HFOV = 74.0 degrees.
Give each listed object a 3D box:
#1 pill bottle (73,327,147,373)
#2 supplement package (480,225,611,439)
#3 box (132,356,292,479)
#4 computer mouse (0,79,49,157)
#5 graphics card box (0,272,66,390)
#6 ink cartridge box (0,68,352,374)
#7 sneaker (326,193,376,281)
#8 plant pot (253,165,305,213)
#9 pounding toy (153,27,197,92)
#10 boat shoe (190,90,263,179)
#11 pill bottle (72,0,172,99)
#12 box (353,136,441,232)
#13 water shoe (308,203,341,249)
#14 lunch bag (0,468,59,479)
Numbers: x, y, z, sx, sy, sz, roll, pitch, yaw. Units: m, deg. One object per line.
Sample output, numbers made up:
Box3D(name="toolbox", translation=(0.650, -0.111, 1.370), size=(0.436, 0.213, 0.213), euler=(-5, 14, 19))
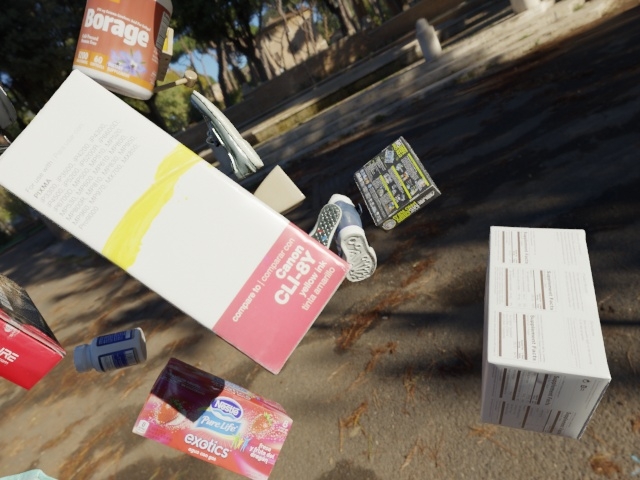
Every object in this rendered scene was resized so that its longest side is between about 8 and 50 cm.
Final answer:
Box3D(name="pill bottle", translation=(-0.642, 0.343, 1.305), size=(0.187, 0.112, 0.112), euler=(-10, 14, -15))
Box3D(name="supplement package", translation=(0.342, 0.141, 0.685), size=(0.145, 0.204, 0.261), euler=(3, 47, 21))
Box3D(name="box", translation=(-0.199, 0.331, 0.801), size=(0.122, 0.257, 0.128), euler=(-65, 11, -14))
Box3D(name="computer mouse", translation=(-0.660, -0.288, 0.884), size=(0.184, 0.262, 0.060), euler=(-10, 28, -14))
Box3D(name="graphics card box", translation=(-0.655, 0.119, 0.810), size=(0.371, 0.232, 0.094), euler=(21, 63, 43))
Box3D(name="ink cartridge box", translation=(-0.175, -0.015, 0.596), size=(0.160, 0.385, 0.279), euler=(-55, 4, -6))
Box3D(name="sneaker", translation=(0.102, -0.022, 1.537), size=(0.130, 0.322, 0.236), euler=(-19, 52, 2))
Box3D(name="plant pot", translation=(-0.116, -0.113, 1.110), size=(0.096, 0.109, 0.109), euler=(-41, 1, -10))
Box3D(name="pounding toy", translation=(-0.406, -0.464, 1.069), size=(0.094, 0.206, 0.181), euler=(-48, 42, 41))
Box3D(name="boat shoe", translation=(-0.318, -0.331, 1.346), size=(0.099, 0.319, 0.116), euler=(-40, 1, 8))
Box3D(name="pill bottle", translation=(-0.313, -0.352, 0.687), size=(0.121, 0.216, 0.121), euler=(16, 7, -2))
Box3D(name="box", translation=(0.242, -0.187, 1.402), size=(0.216, 0.060, 0.270), euler=(-37, 45, 20))
Box3D(name="water shoe", translation=(0.000, 0.000, 1.136), size=(0.203, 0.073, 0.080), euler=(-59, -9, -5))
Box3D(name="lunch bag", translation=(-0.572, 0.622, 0.851), size=(0.160, 0.262, 0.223), euler=(-13, 42, 7))
